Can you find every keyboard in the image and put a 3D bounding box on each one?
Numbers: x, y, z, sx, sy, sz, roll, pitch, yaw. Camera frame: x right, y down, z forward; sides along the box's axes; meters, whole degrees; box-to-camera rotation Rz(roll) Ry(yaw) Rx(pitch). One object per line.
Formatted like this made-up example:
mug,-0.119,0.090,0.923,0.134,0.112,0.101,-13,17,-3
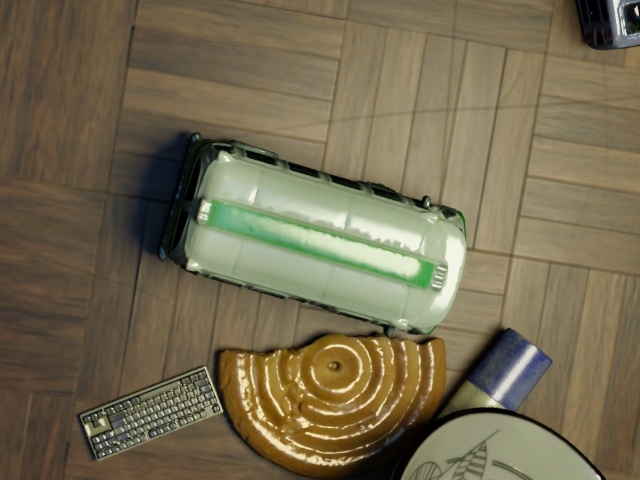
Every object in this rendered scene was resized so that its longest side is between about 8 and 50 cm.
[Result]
keyboard,-0.161,0.165,1.622,0.129,0.015,0.049,-20,97,-6

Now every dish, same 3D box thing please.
dish,0.155,0.318,1.564,0.316,0.106,0.316,16,59,-28

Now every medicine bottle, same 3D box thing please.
medicine bottle,0.134,0.191,1.646,0.059,0.059,0.231,38,89,-9

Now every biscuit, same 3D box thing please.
biscuit,0.012,0.161,1.640,0.224,0.033,0.144,0,94,-8

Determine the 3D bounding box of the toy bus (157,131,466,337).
toy bus,0.000,0.000,1.559,0.276,0.165,0.133,15,93,-9

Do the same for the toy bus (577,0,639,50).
toy bus,0.392,-0.263,1.615,0.292,0.125,0.133,-12,98,-6
